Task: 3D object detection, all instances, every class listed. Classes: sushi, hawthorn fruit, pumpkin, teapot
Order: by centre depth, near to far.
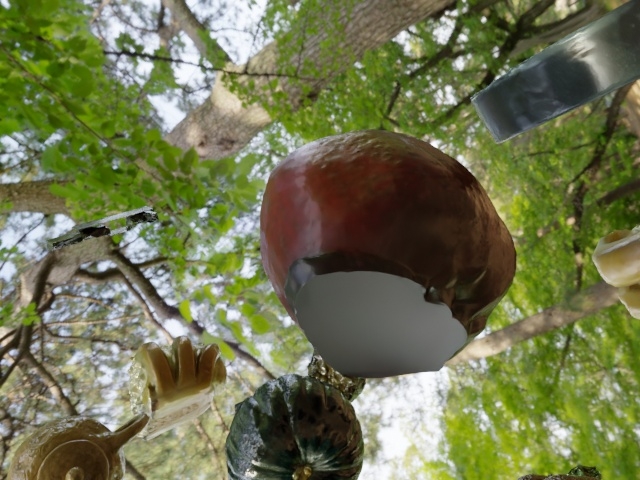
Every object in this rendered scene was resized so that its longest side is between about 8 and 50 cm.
[{"bbox_3d":[0.044,0.000,0.459,0.215,0.215,0.249,32,-170,-38],"label":"hawthorn fruit"},{"bbox_3d":[-0.038,0.320,0.784,0.220,0.220,0.162,52,176,-14],"label":"pumpkin"},{"bbox_3d":[-0.458,0.430,0.956,0.311,0.167,0.203,-30,-89,-37],"label":"teapot"},{"bbox_3d":[0.047,0.264,1.067,0.115,0.147,0.212,-11,-62,-72],"label":"sushi"}]

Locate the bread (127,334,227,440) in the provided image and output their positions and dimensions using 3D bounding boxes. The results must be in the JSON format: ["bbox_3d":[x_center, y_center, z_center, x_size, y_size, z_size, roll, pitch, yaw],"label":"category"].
[{"bbox_3d":[-0.395,0.375,1.386,0.270,0.315,0.211,-17,-116,-33],"label":"bread"}]

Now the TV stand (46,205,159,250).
[{"bbox_3d":[-0.478,-0.027,1.130,0.249,0.036,0.042,-24,-57,-45],"label":"TV stand"}]

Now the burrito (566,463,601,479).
[{"bbox_3d":[0.439,0.531,0.889,0.104,0.054,0.288,20,-117,5],"label":"burrito"}]

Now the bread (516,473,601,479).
[{"bbox_3d":[0.374,0.467,0.757,0.135,0.232,0.246,22,-130,-14],"label":"bread"}]

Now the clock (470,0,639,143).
[{"bbox_3d":[0.392,-0.242,0.663,0.386,0.386,0.076,-28,-86,-58],"label":"clock"}]

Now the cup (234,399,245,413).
[{"bbox_3d":[-0.157,0.424,1.222,0.078,0.077,0.100,-121,14,-68],"label":"cup"}]

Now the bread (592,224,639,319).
[{"bbox_3d":[0.810,0.000,1.063,0.245,0.424,0.329,58,-161,-8],"label":"bread"}]
